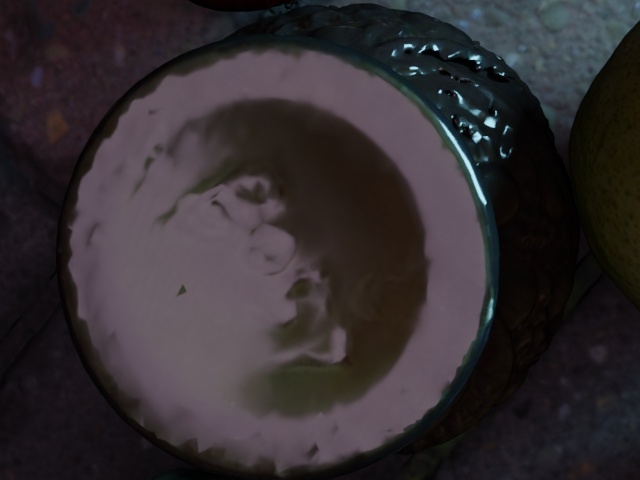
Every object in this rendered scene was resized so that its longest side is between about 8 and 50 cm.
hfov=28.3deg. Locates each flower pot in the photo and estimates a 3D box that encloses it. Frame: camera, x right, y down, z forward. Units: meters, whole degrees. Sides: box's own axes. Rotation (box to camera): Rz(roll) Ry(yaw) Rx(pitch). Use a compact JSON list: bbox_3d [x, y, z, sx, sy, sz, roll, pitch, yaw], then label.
[{"bbox_3d":[0.000,0.000,0.658,0.267,0.267,0.266,0,93,11],"label":"flower pot"}]

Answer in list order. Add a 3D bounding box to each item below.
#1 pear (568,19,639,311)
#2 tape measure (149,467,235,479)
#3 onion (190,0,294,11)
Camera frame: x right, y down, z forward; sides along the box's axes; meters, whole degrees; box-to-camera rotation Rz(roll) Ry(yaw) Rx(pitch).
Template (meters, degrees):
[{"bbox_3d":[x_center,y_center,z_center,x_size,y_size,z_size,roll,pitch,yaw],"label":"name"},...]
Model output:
[{"bbox_3d":[0.227,-0.036,0.641,0.228,0.211,0.188,-3,117,-32],"label":"pear"},{"bbox_3d":[-0.036,0.252,0.684,0.138,0.262,0.259,-43,86,17],"label":"tape measure"},{"bbox_3d":[-0.050,-0.186,0.734,0.117,0.118,0.118,39,100,29],"label":"onion"}]
